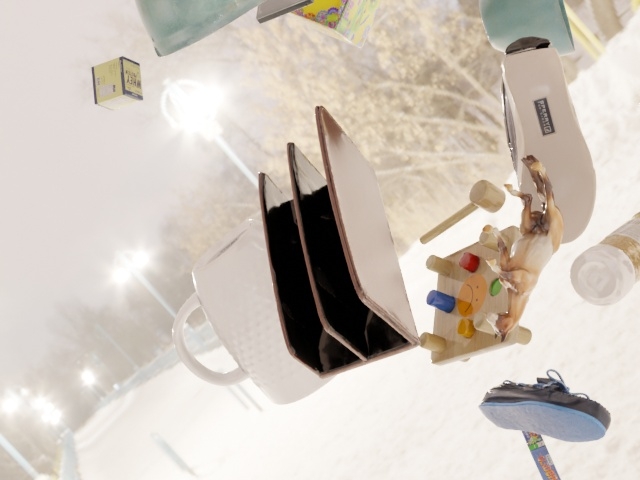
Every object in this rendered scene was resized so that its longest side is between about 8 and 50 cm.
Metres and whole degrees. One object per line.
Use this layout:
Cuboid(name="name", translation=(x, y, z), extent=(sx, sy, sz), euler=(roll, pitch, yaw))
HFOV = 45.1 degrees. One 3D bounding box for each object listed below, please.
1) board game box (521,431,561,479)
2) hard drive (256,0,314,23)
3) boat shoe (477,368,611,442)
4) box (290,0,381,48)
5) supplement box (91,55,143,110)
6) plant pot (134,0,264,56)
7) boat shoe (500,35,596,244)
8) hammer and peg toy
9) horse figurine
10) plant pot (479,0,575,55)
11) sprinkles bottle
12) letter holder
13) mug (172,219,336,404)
Cuboid(name="board game box", translation=(0.458, 0.460, 1.561), extent=(0.035, 0.201, 0.136), euler=(-24, 18, 8))
Cuboid(name="hard drive", translation=(-0.075, -0.529, 1.677), extent=(0.135, 0.022, 0.094), euler=(-14, 54, 26))
Cuboid(name="boat shoe", translation=(0.351, 0.250, 1.224), extent=(0.089, 0.109, 0.258), euler=(-47, 22, -24))
Cuboid(name="box", translation=(0.054, -0.676, 1.963), extent=(0.290, 0.177, 0.279), euler=(-67, -14, 10))
Cuboid(name="supplement box", translation=(-0.417, -0.322, 1.585), extent=(0.083, 0.083, 0.056), euler=(-11, -9, 24))
Cuboid(name="plant pot", translation=(-0.221, -0.489, 1.380), extent=(0.293, 0.196, 0.293), euler=(-26, 25, 13))
Cuboid(name="boat shoe", translation=(0.382, -0.165, 1.311), extent=(0.127, 0.340, 0.158), euler=(-8, 2, 12))
Cuboid(name="hammer and peg toy", translation=(0.328, 0.074, 1.636), extent=(0.266, 0.127, 0.361), euler=(-33, 42, 54))
Cuboid(name="horse figurine", translation=(0.301, 0.000, 1.137), extent=(0.066, 0.174, 0.263), euler=(6, 57, 41))
Cuboid(name="plant pot", translation=(0.527, -0.598, 2.011), extent=(0.195, 0.290, 0.290), euler=(-15, 14, 23))
Cuboid(name="sprinkles bottle", translation=(0.666, 0.030, 1.671), extent=(0.355, 0.121, 0.121), euler=(-23, -12, -46))
Cuboid(name="letter holder", translation=(0.000, 0.000, 1.047), extent=(0.152, 0.302, 0.214), euler=(-22, -33, 16))
Cuboid(name="mug", translation=(-0.140, 0.160, 1.631), extent=(0.374, 0.328, 0.276), euler=(-36, 14, 10))
